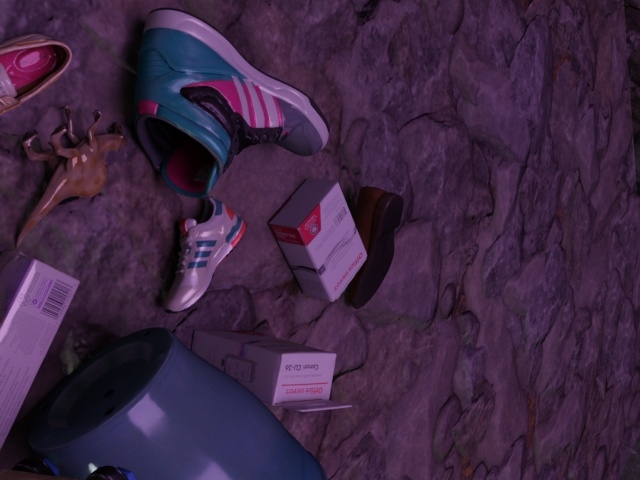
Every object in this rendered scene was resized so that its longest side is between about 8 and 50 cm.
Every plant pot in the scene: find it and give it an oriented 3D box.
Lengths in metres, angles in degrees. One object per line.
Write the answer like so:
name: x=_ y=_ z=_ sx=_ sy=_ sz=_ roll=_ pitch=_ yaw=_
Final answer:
plant pot: x=-0.167 y=0.246 z=0.841 sx=0.271 sy=0.271 sz=0.255 roll=-48 pitch=118 yaw=-35

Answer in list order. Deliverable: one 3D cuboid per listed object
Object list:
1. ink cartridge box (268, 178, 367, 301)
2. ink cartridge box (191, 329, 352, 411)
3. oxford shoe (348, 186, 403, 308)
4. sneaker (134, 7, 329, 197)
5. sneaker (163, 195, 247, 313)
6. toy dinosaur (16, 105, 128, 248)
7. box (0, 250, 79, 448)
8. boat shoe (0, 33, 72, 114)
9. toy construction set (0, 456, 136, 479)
ink cartridge box: x=0.000 y=0.000 z=1.146 sx=0.109 sy=0.063 sz=0.150 roll=-51 pitch=134 yaw=-33
ink cartridge box: x=-0.061 y=0.166 z=0.992 sx=0.115 sy=0.198 sz=0.067 roll=9 pitch=90 yaw=-52
oxford shoe: x=0.074 y=0.011 z=1.245 sx=0.076 sy=0.076 sz=0.212 roll=-18 pitch=127 yaw=-51
sneaker: x=-0.110 y=-0.126 z=0.928 sx=0.295 sy=0.124 sz=0.178 roll=29 pitch=69 yaw=-42
sneaker: x=-0.162 y=0.014 z=0.962 sx=0.075 sy=0.057 sz=0.161 roll=47 pitch=61 yaw=-26
toy dinosaur: x=-0.264 y=-0.078 z=0.804 sx=0.183 sy=0.053 sz=0.093 roll=-54 pitch=136 yaw=-30
box: x=-0.343 y=0.168 z=0.746 sx=0.067 sy=0.063 sz=0.324 roll=38 pitch=68 yaw=-48
boat shoe: x=-0.310 y=-0.152 z=0.725 sx=0.170 sy=0.059 sz=0.063 roll=-47 pitch=131 yaw=-36
toy construction set: x=-0.216 y=0.299 z=0.660 sx=0.151 sy=0.327 sz=0.215 roll=-30 pitch=111 yaw=-69
